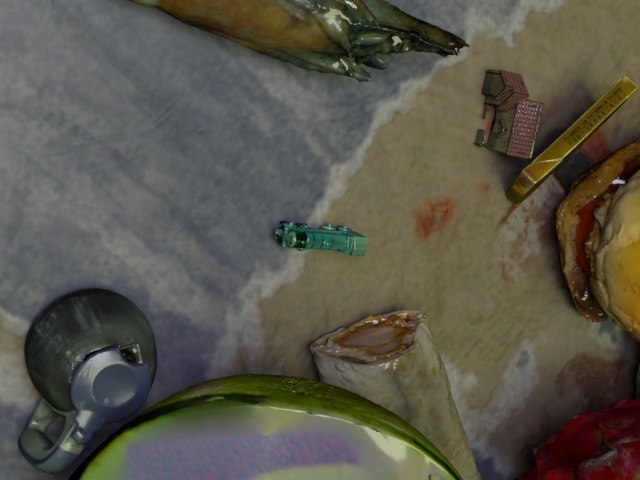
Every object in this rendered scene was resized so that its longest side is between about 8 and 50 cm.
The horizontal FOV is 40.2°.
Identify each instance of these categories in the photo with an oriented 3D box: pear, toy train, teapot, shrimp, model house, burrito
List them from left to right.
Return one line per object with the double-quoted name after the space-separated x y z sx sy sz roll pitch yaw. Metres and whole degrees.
-0.204 0.116 0.742 0.149 0.108 0.111 -31 116 -16 "teapot"
-0.037 -0.273 0.678 0.445 0.085 0.272 27 116 -27 "shrimp"
-0.034 0.261 0.810 0.399 0.165 0.399 2 117 3 "pear"
0.000 0.000 0.848 0.092 0.045 0.029 4 102 -31 "toy train"
0.095 0.219 0.937 0.143 0.105 0.299 -29 116 -21 "burrito"
0.199 -0.130 0.901 0.057 0.058 0.083 5 104 -28 "model house"

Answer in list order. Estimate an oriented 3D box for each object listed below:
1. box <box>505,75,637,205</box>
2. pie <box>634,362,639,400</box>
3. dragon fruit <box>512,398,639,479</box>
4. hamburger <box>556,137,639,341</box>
0.266 -0.105 0.933 0.156 0.089 0.022 -43 79 -11 "box"
0.541 0.151 1.119 0.323 0.070 0.323 -5 122 -8 "pie"
0.370 0.315 0.955 0.386 0.371 0.249 -21 120 -7 "dragon fruit"
0.385 -0.004 0.978 0.244 0.163 0.244 -11 112 -28 "hamburger"
